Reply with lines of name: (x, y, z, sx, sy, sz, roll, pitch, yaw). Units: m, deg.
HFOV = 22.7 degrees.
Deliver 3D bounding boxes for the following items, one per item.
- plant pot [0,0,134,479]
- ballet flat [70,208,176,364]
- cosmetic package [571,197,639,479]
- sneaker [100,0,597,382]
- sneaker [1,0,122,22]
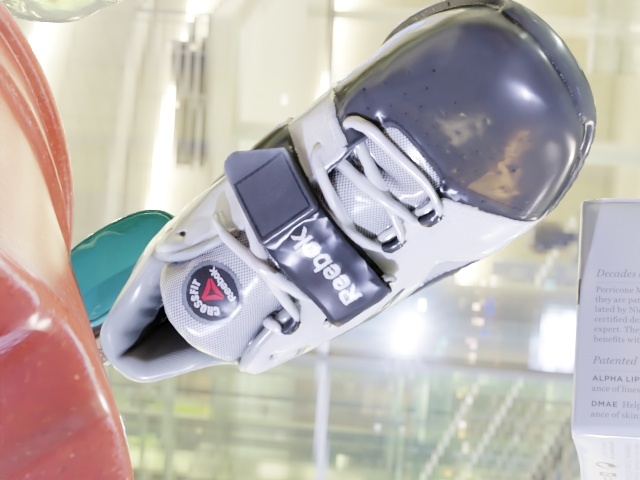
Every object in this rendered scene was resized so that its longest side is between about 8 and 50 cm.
plant pot: (-0.178, 0.036, 0.456, 0.265, 0.272, 0.272, -138, 47, -63)
ballet flat: (-0.155, 0.063, 0.956, 0.206, 0.073, 0.067, -41, -36, -21)
cosmetic package: (0.268, 0.082, 1.185, 0.151, 0.151, 0.184, 67, -153, -63)
sneaker: (0.000, 0.000, 0.795, 0.146, 0.122, 0.330, -43, 5, -40)
sneaker: (-0.166, -0.206, 0.997, 0.083, 0.222, 0.118, 13, -98, -39)
